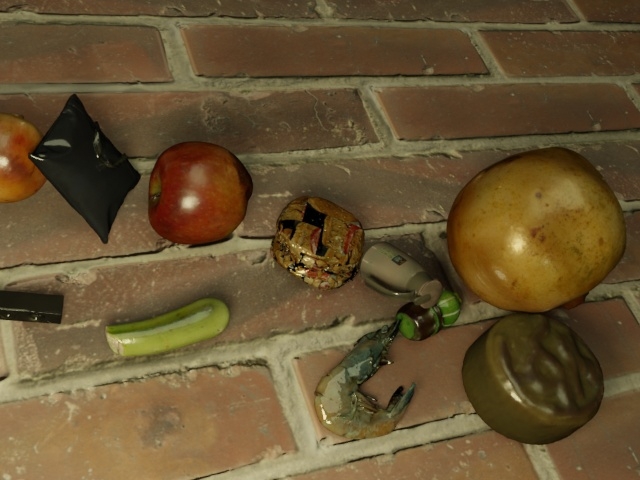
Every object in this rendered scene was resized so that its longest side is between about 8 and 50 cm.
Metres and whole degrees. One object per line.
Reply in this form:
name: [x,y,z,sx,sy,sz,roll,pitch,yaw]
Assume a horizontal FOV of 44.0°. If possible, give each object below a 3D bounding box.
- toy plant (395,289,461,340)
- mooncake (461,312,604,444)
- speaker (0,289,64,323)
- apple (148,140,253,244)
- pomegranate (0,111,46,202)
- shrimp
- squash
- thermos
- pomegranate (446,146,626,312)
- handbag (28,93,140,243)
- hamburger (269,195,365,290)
toy plant: [0.249,0.161,1.765,0.162,0.093,0.093,-23,66,-33]
mooncake: [0.463,0.292,1.711,0.284,0.155,0.284,12,50,-14]
speaker: [-0.589,0.123,1.502,0.191,0.040,0.046,6,52,-17]
apple: [-0.253,-0.097,1.682,0.230,0.230,0.230,10,52,-14]
pomegranate: [-0.646,-0.169,1.612,0.191,0.191,0.191,10,52,-14]
shrimp: [0.115,0.294,1.631,0.178,0.075,0.289,45,51,4]
squash: [-0.294,0.173,1.559,0.250,0.083,0.083,-14,61,-25]
thermos: [0.170,0.088,1.724,0.137,0.105,0.193,-11,28,-33]
pomegranate: [0.500,-0.016,1.800,0.416,0.417,0.417,10,52,-14]
handbag: [-0.481,-0.153,1.655,0.088,0.254,0.211,-10,42,27]
hamburger: [0.000,0.000,1.785,0.231,0.107,0.231,11,45,-11]
